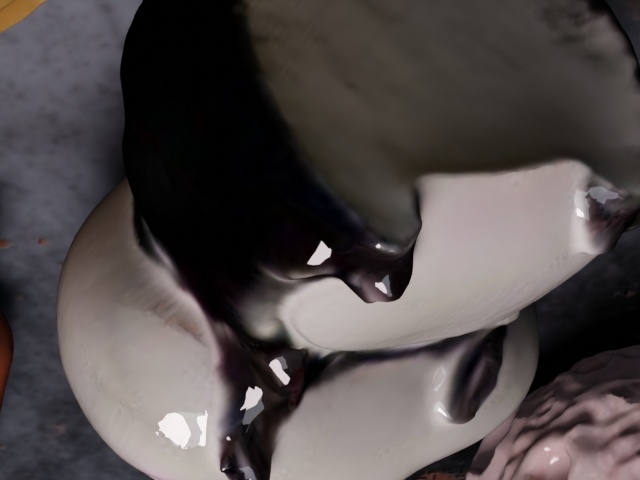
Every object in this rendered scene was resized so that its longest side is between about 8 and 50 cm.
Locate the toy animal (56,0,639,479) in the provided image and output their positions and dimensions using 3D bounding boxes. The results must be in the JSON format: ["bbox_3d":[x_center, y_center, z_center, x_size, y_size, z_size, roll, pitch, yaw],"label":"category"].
[{"bbox_3d":[0.000,0.000,0.790,0.251,0.251,0.310,12,142,-20],"label":"toy animal"}]

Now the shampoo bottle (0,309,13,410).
[{"bbox_3d":[-0.216,0.079,0.926,0.085,0.085,0.244,6,133,-15],"label":"shampoo bottle"}]

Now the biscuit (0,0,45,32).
[{"bbox_3d":[-0.217,-0.181,0.643,0.312,0.057,0.351,-6,137,-20],"label":"biscuit"}]

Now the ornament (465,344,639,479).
[{"bbox_3d":[0.201,0.176,0.979,0.259,0.225,0.259,-6,164,-2],"label":"ornament"}]
